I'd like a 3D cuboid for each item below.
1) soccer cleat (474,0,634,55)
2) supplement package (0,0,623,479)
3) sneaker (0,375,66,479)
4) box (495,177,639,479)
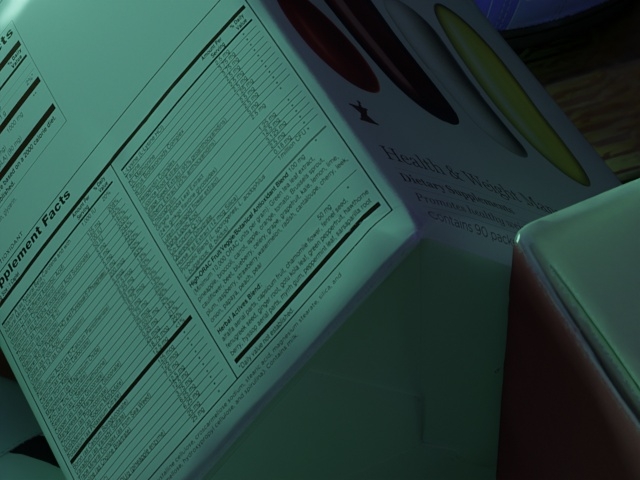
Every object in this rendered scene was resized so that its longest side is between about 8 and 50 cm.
[{"bbox_3d":[0.154,-0.195,0.890,0.318,0.116,0.108,-31,56,-21],"label":"soccer cleat"},{"bbox_3d":[0.000,0.000,0.659,0.149,0.194,0.203,-49,52,20],"label":"supplement package"},{"bbox_3d":[-0.126,0.149,0.629,0.151,0.094,0.256,11,49,19],"label":"sneaker"},{"bbox_3d":[0.144,0.086,0.582,0.149,0.232,0.127,-21,53,-14],"label":"box"}]
